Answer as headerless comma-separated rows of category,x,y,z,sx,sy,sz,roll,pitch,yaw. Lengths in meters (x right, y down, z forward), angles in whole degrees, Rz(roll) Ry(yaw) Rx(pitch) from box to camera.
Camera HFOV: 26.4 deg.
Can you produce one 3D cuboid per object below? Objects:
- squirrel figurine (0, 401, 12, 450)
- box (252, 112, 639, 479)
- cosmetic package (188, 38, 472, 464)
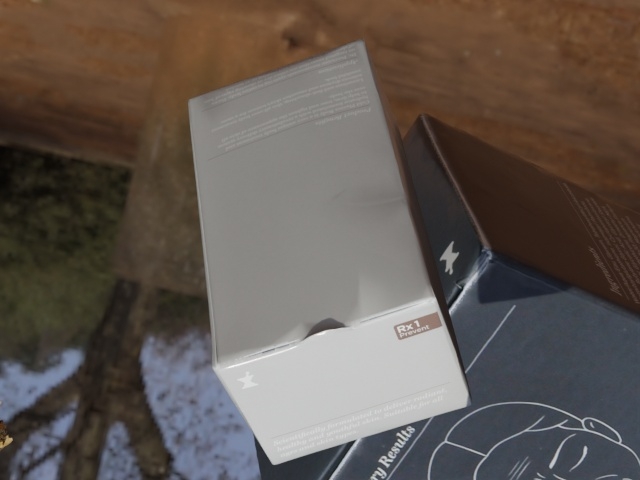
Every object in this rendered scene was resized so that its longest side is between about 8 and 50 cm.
squirrel figurine,-0.392,0.135,1.069,0.281,0.370,0.397,-8,-172,-19
box,0.185,0.132,1.089,0.395,0.293,0.212,23,-155,-23
cosmetic package,0.000,0.000,0.807,0.127,0.238,0.107,-17,136,8
